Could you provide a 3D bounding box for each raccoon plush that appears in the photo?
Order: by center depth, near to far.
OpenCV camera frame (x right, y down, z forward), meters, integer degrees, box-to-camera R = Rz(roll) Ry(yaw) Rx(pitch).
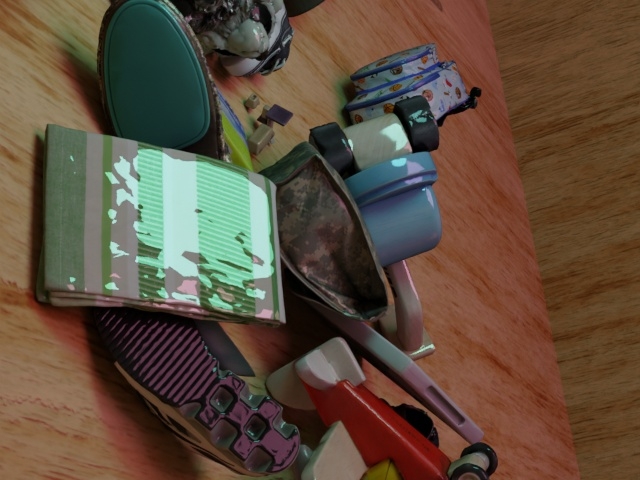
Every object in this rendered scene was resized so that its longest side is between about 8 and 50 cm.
[{"bbox_3d":[-0.210,-0.494,1.697,0.299,0.216,0.446,-18,90,-74],"label":"raccoon plush"}]

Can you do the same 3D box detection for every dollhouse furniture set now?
[{"bbox_3d":[-0.120,-0.191,1.895,0.114,0.091,0.081,-54,168,-36],"label":"dollhouse furniture set"}]

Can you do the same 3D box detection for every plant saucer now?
[{"bbox_3d":[-0.165,0.125,1.450,0.195,0.037,0.195,48,-12,14],"label":"plant saucer"}]

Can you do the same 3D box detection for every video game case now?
[{"bbox_3d":[0.112,0.207,1.830,0.329,0.036,0.300,36,-7,45],"label":"video game case"}]

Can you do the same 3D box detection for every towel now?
[{"bbox_3d":[-0.201,-0.012,1.357,0.325,0.038,0.247,10,61,-27],"label":"towel"}]

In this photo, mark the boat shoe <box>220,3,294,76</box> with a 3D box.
[{"bbox_3d":[-0.104,-0.357,1.939,0.102,0.108,0.301,59,20,-24],"label":"boat shoe"}]

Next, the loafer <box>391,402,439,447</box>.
[{"bbox_3d":[0.179,0.374,2.032,0.302,0.095,0.109,32,46,-56],"label":"loafer"}]

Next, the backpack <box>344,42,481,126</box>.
[{"bbox_3d":[0.185,-0.318,2.357,0.213,0.277,0.263,60,33,-15],"label":"backpack"}]

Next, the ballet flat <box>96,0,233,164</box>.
[{"bbox_3d":[-0.202,-0.126,1.532,0.182,0.164,0.482,-104,176,-76],"label":"ballet flat"}]

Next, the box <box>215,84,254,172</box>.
[{"bbox_3d":[-0.157,-0.174,1.709,0.109,0.042,0.178,57,8,-33],"label":"box"}]

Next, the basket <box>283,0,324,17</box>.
[{"bbox_3d":[-0.065,-0.604,2.140,0.227,0.154,0.204,55,31,-26],"label":"basket"}]

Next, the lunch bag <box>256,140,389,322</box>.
[{"bbox_3d":[0.000,0.000,1.710,0.287,0.169,0.235,56,2,-12],"label":"lunch bag"}]

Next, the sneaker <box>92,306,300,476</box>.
[{"bbox_3d":[-0.187,0.196,1.370,0.330,0.146,0.122,47,55,-3],"label":"sneaker"}]

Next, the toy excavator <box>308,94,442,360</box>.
[{"bbox_3d":[0.128,0.007,1.981,0.433,0.222,0.445,122,-51,-76],"label":"toy excavator"}]

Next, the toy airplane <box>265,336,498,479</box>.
[{"bbox_3d":[0.057,0.342,1.645,0.386,0.272,0.384,27,16,-35],"label":"toy airplane"}]
